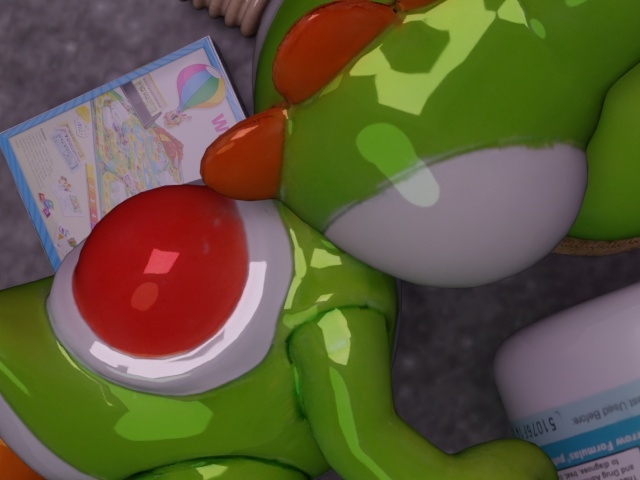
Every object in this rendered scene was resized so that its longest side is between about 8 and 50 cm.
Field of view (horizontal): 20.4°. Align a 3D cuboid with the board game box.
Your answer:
[{"bbox_3d":[-0.062,0.004,0.764,0.103,0.026,0.154,-24,83,4],"label":"board game box"}]

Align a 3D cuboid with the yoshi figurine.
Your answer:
[{"bbox_3d":[0.023,0.010,0.615,0.203,0.203,0.362,39,120,-5],"label":"yoshi figurine"}]

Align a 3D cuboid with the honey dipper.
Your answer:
[{"bbox_3d":[0.014,-0.079,0.763,0.160,0.030,0.030,29,88,6],"label":"honey dipper"}]

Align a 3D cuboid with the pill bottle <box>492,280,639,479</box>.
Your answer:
[{"bbox_3d":[0.172,0.139,0.669,0.146,0.146,0.264,-19,83,4],"label":"pill bottle"}]

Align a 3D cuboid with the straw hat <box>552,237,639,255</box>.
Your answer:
[{"bbox_3d":[0.111,-0.065,0.733,0.144,0.144,0.061,-26,40,3],"label":"straw hat"}]
